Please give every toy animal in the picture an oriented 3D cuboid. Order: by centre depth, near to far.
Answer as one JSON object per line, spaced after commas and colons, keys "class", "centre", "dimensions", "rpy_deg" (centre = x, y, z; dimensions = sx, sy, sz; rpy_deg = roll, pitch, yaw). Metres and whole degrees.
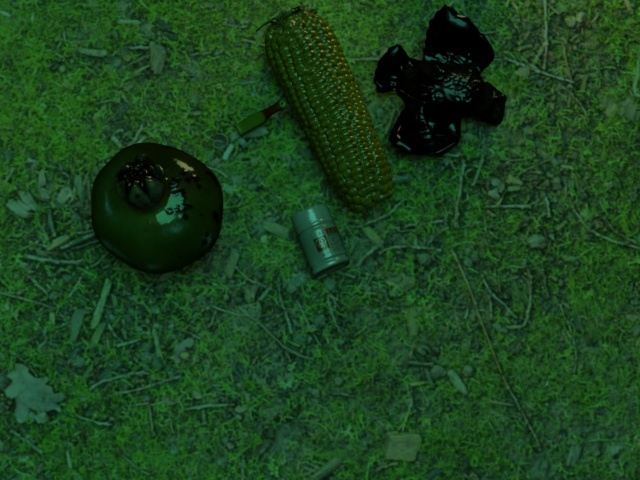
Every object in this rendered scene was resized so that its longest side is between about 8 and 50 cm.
{"class": "toy animal", "centre": [0.181, -0.221, 1.906], "dimensions": [0.179, 0.116, 0.218], "rpy_deg": [15, 95, -36]}

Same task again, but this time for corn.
{"class": "corn", "centre": [0.012, -0.185, 1.859], "dimensions": [0.106, 0.106, 0.305], "rpy_deg": [-22, 82, -12]}

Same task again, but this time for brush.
{"class": "brush", "centre": [-0.081, -0.176, 1.872], "dimensions": [0.083, 0.021, 0.019], "rpy_deg": [-30, 80, 17]}

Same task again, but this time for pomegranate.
{"class": "pomegranate", "centre": [-0.231, -0.053, 1.751], "dimensions": [0.179, 0.210, 0.179], "rpy_deg": [-16, 58, 27]}

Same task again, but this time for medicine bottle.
{"class": "medicine bottle", "centre": [0.000, 0.000, 1.837], "dimensions": [0.057, 0.057, 0.089], "rpy_deg": [-20, 79, -12]}
